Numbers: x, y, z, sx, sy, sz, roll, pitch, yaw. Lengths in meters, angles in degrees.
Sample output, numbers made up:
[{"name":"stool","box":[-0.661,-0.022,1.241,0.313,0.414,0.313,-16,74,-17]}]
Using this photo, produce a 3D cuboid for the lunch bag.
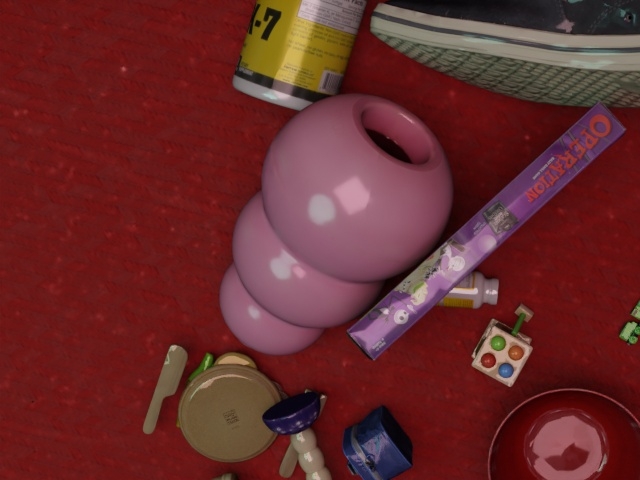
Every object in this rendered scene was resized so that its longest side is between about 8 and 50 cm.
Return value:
[{"name":"lunch bag","box":[0.062,0.240,1.807,0.065,0.098,0.067,-35,97,11]}]

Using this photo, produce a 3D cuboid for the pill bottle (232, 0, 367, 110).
[{"name":"pill bottle","box":[-0.013,-0.251,1.748,0.119,0.119,0.208,18,97,3]}]

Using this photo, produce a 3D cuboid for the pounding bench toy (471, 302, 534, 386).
[{"name":"pounding bench toy","box":[0.213,0.113,1.794,0.052,0.065,0.083,29,98,2]}]

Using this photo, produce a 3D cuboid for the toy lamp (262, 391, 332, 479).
[{"name":"toy lamp","box":[0.012,0.313,1.822,0.080,0.080,0.275,-21,100,7]}]

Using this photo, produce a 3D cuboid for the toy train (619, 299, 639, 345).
[{"name":"toy train","box":[0.367,0.080,1.801,0.023,0.017,0.083,32,99,12]}]

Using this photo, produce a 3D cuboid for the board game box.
[{"name":"board game box","box":[0.168,-0.003,1.684,0.347,0.208,0.056,-42,82,-2]}]

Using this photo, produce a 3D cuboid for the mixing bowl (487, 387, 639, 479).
[{"name":"mixing bowl","box":[0.279,0.246,1.787,0.181,0.098,0.181,1,96,5]}]

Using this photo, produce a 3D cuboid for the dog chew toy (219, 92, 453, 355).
[{"name":"dog chew toy","box":[0.000,0.000,1.725,0.206,0.206,0.332,36,124,1]}]

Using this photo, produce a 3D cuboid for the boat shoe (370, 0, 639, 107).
[{"name":"boat shoe","box":[0.281,-0.233,1.638,0.500,0.187,0.156,6,79,35]}]

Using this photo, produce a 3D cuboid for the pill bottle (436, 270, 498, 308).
[{"name":"pill bottle","box":[0.160,0.055,1.804,0.083,0.043,0.043,5,97,5]}]

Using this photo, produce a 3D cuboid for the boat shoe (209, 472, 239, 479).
[{"name":"boat shoe","box":[-0.146,0.414,1.845,0.098,0.109,0.302,8,103,3]}]

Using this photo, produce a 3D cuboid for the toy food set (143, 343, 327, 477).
[{"name":"toy food set","box":[-0.103,0.196,1.853,0.192,0.038,0.132,20,103,-8]}]
